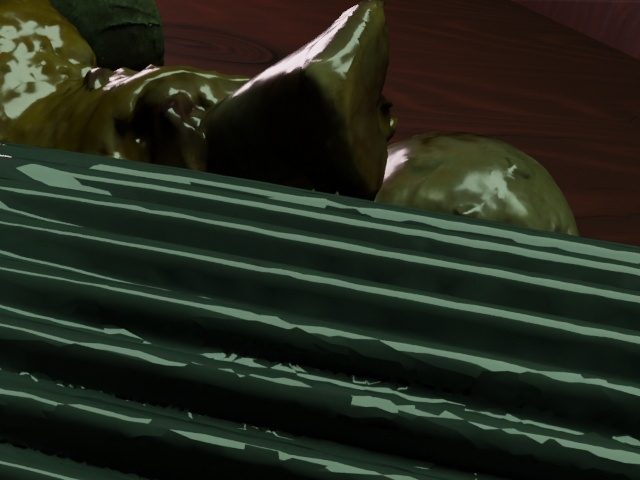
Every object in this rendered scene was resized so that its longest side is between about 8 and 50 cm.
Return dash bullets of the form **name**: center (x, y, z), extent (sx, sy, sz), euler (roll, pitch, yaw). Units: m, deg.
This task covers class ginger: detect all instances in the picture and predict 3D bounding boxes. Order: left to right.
- **ginger**: center (0.000, 0.000, 1.240), extent (0.304, 0.155, 0.244), euler (4, 4, -20)

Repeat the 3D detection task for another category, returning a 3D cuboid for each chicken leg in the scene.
- **chicken leg**: center (-0.125, -0.049, 0.836), extent (0.182, 0.295, 0.409), euler (-24, 4, -38)

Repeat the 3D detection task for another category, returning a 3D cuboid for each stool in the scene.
- **stool**: center (0.007, 0.126, 0.642), extent (0.330, 0.297, 0.297), euler (13, 16, 1)

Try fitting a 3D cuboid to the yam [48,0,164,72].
- **yam**: center (-0.273, -0.183, 1.544), extent (0.304, 0.168, 0.168), euler (-2, 25, -44)
